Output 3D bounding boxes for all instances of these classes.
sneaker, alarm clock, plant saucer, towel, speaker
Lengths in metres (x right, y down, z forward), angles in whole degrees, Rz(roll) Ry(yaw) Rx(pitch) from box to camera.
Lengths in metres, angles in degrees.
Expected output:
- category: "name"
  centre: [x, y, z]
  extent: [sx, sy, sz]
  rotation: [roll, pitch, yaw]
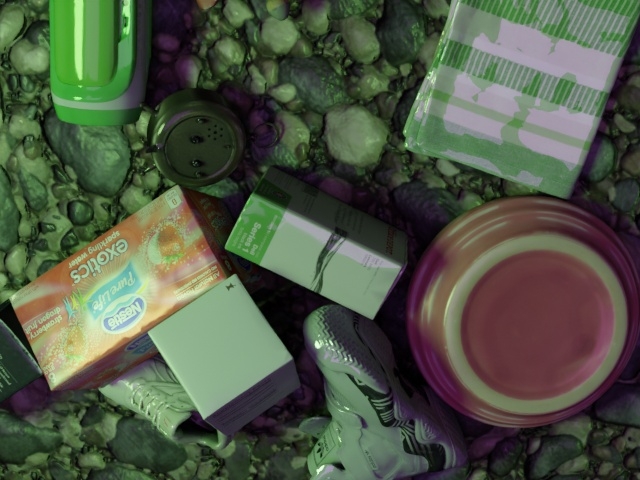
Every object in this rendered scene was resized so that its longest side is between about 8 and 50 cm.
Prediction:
- category: "sneaker"
  centre: [-0.222, 0.237, 1.475]
  extent: [0.232, 0.115, 0.090]
  rotation: [19, 107, 0]
- category: "alarm clock"
  centre: [-0.148, -0.138, 1.370]
  extent: [0.192, 0.064, 0.129]
  rotation: [-6, 122, -17]
- category: "sneaker"
  centre: [0.037, 0.243, 1.395]
  extent: [0.210, 0.137, 0.366]
  rotation: [-31, 130, 17]
- category: "plant saucer"
  centre: [0.284, 0.106, 1.378]
  extent: [0.332, 0.084, 0.332]
  rotation: [-1, 101, -4]
- category: "towel"
  centre: [0.271, -0.238, 1.329]
  extent: [0.248, 0.038, 0.325]
  rotation: [17, 107, -1]
- category: "speaker"
  centre: [-0.288, -0.305, 1.315]
  extent: [0.131, 0.131, 0.296]
  rotation: [5, 107, 4]

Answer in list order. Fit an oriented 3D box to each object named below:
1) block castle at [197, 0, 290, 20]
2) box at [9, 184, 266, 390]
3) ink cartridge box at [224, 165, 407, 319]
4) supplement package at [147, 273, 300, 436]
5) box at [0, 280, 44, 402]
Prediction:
- category: "block castle"
  centre: [0.065, -0.412, 1.159]
  extent: [0.453, 0.303, 0.213]
  rotation: [-23, 104, 12]
- category: "box"
  centre: [-0.250, 0.071, 1.390]
  extent: [0.300, 0.142, 0.154]
  rotation: [-31, 76, 14]
- category: "ink cartridge box"
  centre: [0.000, 0.000, 1.361]
  extent: [0.219, 0.160, 0.092]
  rotation: [27, 108, -2]
- category: "supplement package"
  centre: [-0.121, 0.159, 1.346]
  extent: [0.134, 0.244, 0.139]
  rotation: [-34, 76, -8]
- category: "box"
  centre: [-0.480, 0.173, 1.462]
  extent: [0.207, 0.153, 0.108]
  rotation: [-34, 100, 13]
